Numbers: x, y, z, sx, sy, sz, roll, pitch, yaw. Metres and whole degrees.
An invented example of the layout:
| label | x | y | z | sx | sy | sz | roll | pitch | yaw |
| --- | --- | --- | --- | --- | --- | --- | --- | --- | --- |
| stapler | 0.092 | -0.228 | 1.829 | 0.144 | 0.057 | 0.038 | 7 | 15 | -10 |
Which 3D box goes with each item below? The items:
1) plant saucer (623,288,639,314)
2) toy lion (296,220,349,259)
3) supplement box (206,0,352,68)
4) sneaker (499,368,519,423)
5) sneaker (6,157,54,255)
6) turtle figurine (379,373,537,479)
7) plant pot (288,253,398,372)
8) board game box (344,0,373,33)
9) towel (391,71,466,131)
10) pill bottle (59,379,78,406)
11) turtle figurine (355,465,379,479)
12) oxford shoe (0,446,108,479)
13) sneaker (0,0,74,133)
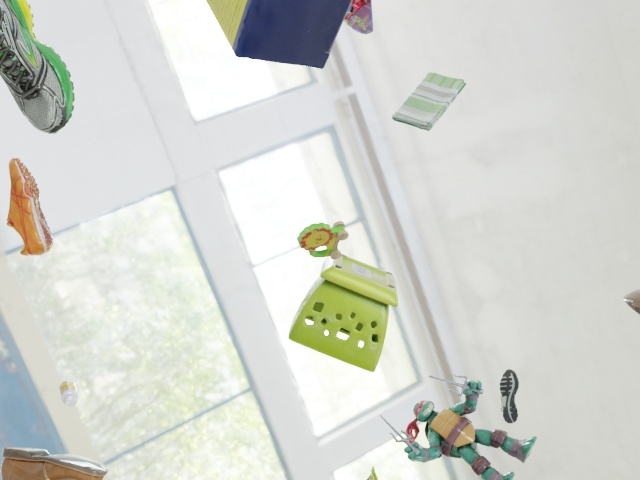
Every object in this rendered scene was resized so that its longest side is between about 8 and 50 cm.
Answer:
| label | x | y | z | sx | sy | sz | roll | pitch | yaw |
| --- | --- | --- | --- | --- | --- | --- | --- | --- | --- |
| plant saucer | 0.567 | 0.119 | 1.142 | 0.168 | 0.169 | 0.029 | 44 | -62 | 48 |
| toy lion | 0.000 | 0.000 | 1.378 | 0.100 | 0.096 | 0.034 | 107 | -30 | -51 |
| supplement box | -0.102 | -0.522 | 1.391 | 0.194 | 0.195 | 0.356 | -62 | -138 | 38 |
| sneaker | 0.384 | 0.319 | 1.483 | 0.044 | 0.040 | 0.109 | 50 | 43 | -85 |
| sneaker | -0.521 | -0.057 | 1.255 | 0.064 | 0.068 | 0.175 | -138 | -143 | -84 |
| turtle figurine | 0.230 | 0.319 | 1.216 | 0.234 | 0.175 | 0.118 | 29 | -14 | 25 |
| plant pot | 0.068 | 0.161 | 1.761 | 0.228 | 0.227 | 0.207 | -68 | 180 | -78 |
| board game box | 0.061 | -0.541 | 1.633 | 0.133 | 0.033 | 0.168 | 41 | -25 | 33 |
| towel | 0.244 | -0.320 | 1.634 | 0.113 | 0.152 | 0.023 | 26 | -18 | 38 |
| pill bottle | -0.661 | 0.404 | 1.896 | 0.083 | 0.043 | 0.043 | 31 | -39 | 59 |
| turtle figurine | 0.015 | 0.541 | 1.500 | 0.269 | 0.218 | 0.087 | 51 | 23 | -71 |
| oxford shoe | -0.449 | 0.396 | 1.214 | 0.076 | 0.212 | 0.076 | 33 | 59 | -61 |
| sneaker | -0.617 | -0.365 | 1.423 | 0.343 | 0.134 | 0.146 | 63 | 18 | -15 |
